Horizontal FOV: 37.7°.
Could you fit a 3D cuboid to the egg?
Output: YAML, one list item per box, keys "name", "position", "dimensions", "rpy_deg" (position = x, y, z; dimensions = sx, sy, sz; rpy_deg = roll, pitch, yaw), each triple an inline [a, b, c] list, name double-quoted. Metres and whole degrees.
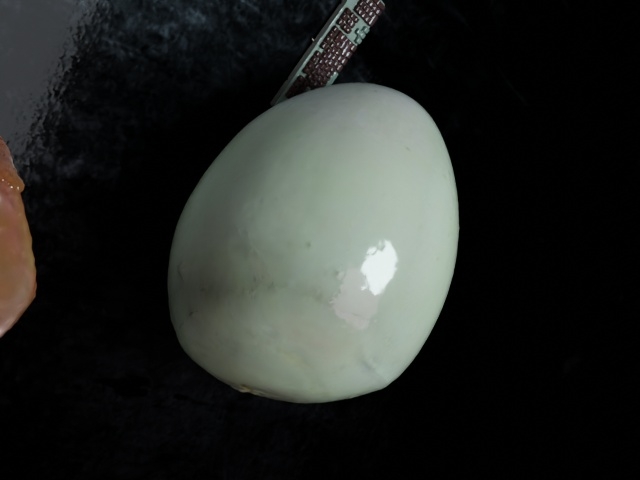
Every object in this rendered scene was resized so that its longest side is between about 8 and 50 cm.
- name: "egg"
  position: [0.000, 0.000, 0.954]
  dimensions: [0.283, 0.283, 0.345]
  rpy_deg: [31, 80, -46]

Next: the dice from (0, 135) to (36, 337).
- name: "dice"
  position: [-0.338, -0.014, 0.739]
  dimensions: [0.174, 0.179, 0.175]
  rpy_deg: [-21, 133, -30]

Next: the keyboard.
- name: "keyboard"
  position: [0.010, -0.203, 1.019]
  dimensions: [0.055, 0.017, 0.166]
  rpy_deg: [33, 93, -46]
